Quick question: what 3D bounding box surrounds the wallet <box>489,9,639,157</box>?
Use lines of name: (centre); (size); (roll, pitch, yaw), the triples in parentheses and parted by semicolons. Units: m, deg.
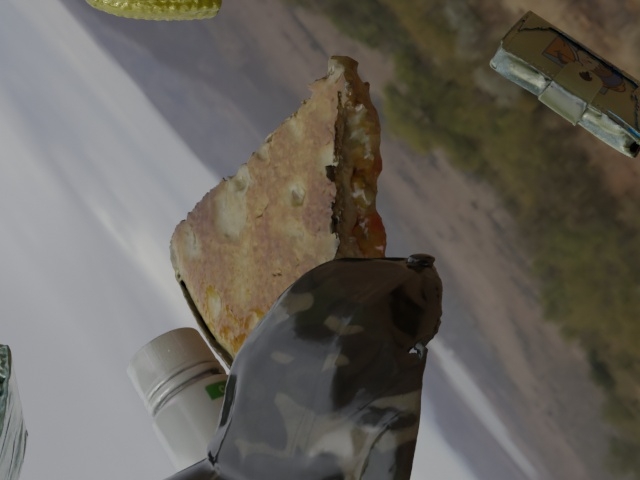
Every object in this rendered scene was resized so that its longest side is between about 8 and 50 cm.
wallet: (0.232, -0.142, 1.301); (0.155, 0.039, 0.110); (34, -147, 7)

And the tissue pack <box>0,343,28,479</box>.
tissue pack: (-0.529, 0.233, 1.861); (0.388, 0.287, 0.162); (111, 166, -66)

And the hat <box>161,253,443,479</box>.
hat: (-0.069, 0.157, 1.276); (0.366, 0.381, 0.257); (152, 110, -84)

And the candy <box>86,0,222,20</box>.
candy: (-0.237, -0.355, 2.060); (0.106, 0.198, 0.094); (146, 112, -64)

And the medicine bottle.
medicine bottle: (-0.157, 0.242, 1.970); (0.237, 0.139, 0.139); (55, -179, 26)

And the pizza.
pizza: (0.000, 0.000, 1.637); (0.130, 0.406, 0.440); (6, -155, -38)
